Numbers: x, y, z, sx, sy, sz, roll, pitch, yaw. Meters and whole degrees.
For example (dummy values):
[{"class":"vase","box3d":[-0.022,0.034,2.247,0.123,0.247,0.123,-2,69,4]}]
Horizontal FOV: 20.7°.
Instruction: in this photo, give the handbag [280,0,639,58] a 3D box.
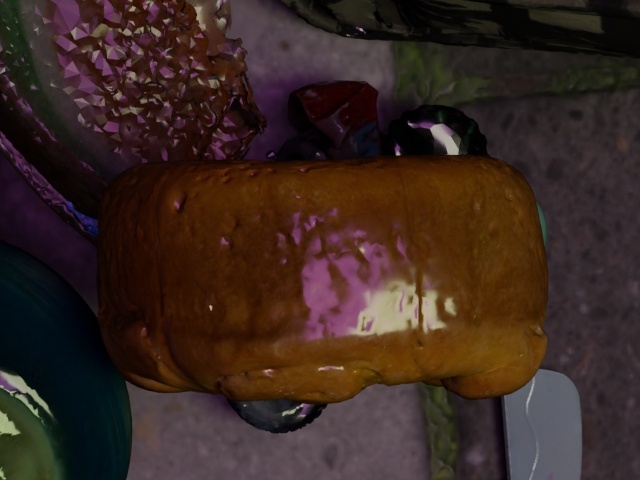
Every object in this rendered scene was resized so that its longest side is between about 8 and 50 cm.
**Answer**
[{"class":"handbag","box3d":[0.158,-0.249,0.900,0.327,0.162,0.325,12,88,22]}]

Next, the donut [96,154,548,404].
[{"class":"donut","box3d":[-0.001,0.017,0.833,0.226,0.226,0.114,-1,92,-15]}]

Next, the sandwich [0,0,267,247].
[{"class":"sandwich","box3d":[-0.110,-0.082,0.943,0.159,0.079,0.235,-18,97,-14]}]

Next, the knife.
[{"class":"knife","box3d":[0.125,0.094,1.048,0.063,0.034,0.260,-15,103,-23]}]

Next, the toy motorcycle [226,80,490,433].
[{"class":"toy motorcycle","box3d":[0.000,0.000,0.976,0.122,0.082,0.213,36,85,-13]}]

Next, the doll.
[{"class":"doll","box3d":[-0.191,0.130,0.883,0.198,0.186,0.322,3,112,14]}]
